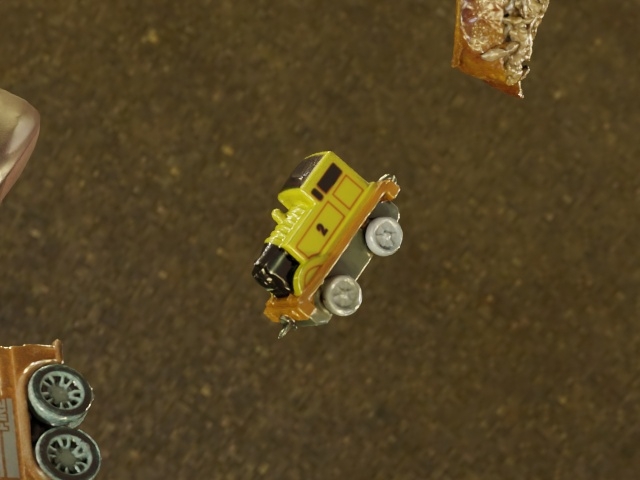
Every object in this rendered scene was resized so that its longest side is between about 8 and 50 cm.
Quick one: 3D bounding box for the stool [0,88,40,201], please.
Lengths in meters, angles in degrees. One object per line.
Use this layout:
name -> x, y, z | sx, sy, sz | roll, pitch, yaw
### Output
stool -> -0.267, -0.007, 0.686 | 0.178, 0.272, 0.272 | 44, 37, -12

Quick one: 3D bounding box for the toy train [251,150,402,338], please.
toy train -> 0.000, 0.000, 1.677 | 0.127, 0.089, 0.219 | 42, 69, -18

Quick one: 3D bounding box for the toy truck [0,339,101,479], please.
toy truck -> -0.258, 0.226, 1.236 | 0.162, 0.136, 0.305 | 8, 47, -26

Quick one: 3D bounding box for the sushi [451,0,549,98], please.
sushi -> 0.098, -0.131, 0.869 | 0.055, 0.120, 0.052 | 3, 18, 1
